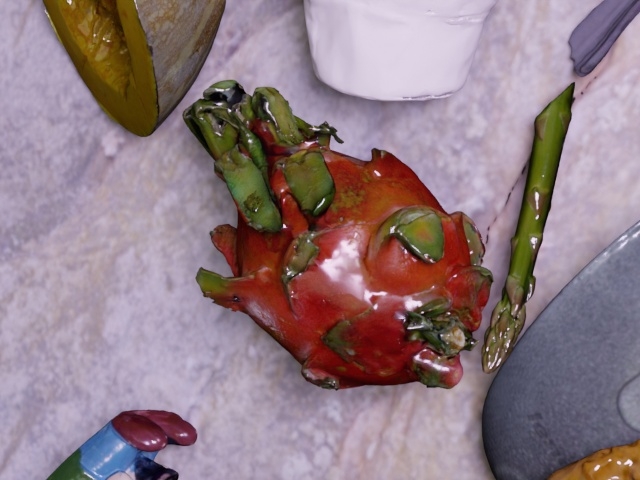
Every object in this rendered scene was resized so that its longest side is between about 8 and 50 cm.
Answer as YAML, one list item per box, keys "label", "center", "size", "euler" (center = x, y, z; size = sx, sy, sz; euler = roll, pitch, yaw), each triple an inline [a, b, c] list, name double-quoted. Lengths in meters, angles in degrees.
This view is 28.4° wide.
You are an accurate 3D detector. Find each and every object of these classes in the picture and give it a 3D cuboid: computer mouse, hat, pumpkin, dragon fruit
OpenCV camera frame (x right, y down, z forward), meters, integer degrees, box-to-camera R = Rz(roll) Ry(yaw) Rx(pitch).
- label: "computer mouse"
  center: [0.270, 0.084, 0.893]
  size: [0.374, 0.114, 0.203]
  euler: [-44, 77, 19]
- label: "hat"
  center: [0.058, -0.177, 0.950]
  size: [0.203, 0.203, 0.126]
  euler: [16, 115, 22]
- label: "pumpkin"
  center: [-0.153, -0.205, 1.050]
  size: [0.110, 0.217, 0.217]
  euler: [-31, 79, -17]
- label: "dragon fruit"
  center: [0.007, -0.004, 0.951]
  size: [0.200, 0.198, 0.269]
  euler: [6, 132, 60]

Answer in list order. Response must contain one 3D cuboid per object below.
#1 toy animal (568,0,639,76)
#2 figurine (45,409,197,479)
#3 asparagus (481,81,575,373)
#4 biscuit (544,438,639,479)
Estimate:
- label: "toy animal"
  center: [0.306, -0.254, 0.839]
  size: [0.367, 0.081, 0.206]
  euler: [-19, 122, 22]
- label: "figurine"
  center: [-0.135, 0.276, 1.086]
  size: [0.185, 0.127, 0.234]
  euler: [-44, 66, 12]
- label: "asparagus"
  center: [0.156, -0.010, 0.944]
  size: [0.027, 0.034, 0.236]
  euler: [7, 73, 31]
- label: "biscuit"
  center: [0.273, 0.285, 0.869]
  size: [0.334, 0.081, 0.289]
  euler: [38, 125, 2]
